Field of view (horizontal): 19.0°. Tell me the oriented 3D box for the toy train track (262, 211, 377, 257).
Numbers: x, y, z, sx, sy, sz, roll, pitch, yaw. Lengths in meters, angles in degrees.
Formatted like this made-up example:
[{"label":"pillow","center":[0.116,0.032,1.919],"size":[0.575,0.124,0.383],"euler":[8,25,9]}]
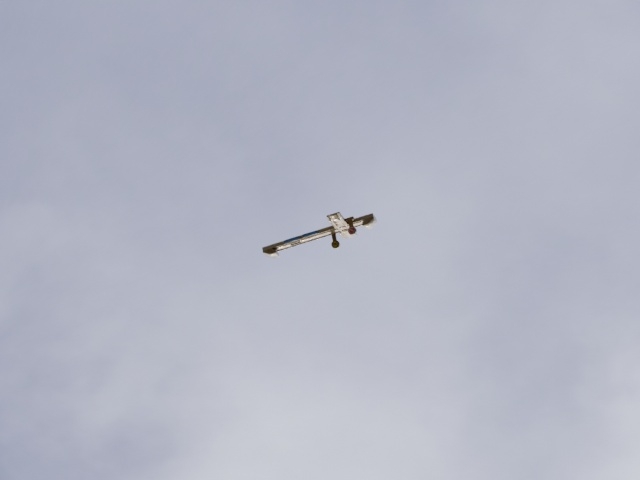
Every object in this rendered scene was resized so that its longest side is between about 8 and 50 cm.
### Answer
[{"label":"toy train track","center":[0.000,0.000,1.348],"size":[0.083,0.048,0.014],"euler":[-17,-113,12]}]
